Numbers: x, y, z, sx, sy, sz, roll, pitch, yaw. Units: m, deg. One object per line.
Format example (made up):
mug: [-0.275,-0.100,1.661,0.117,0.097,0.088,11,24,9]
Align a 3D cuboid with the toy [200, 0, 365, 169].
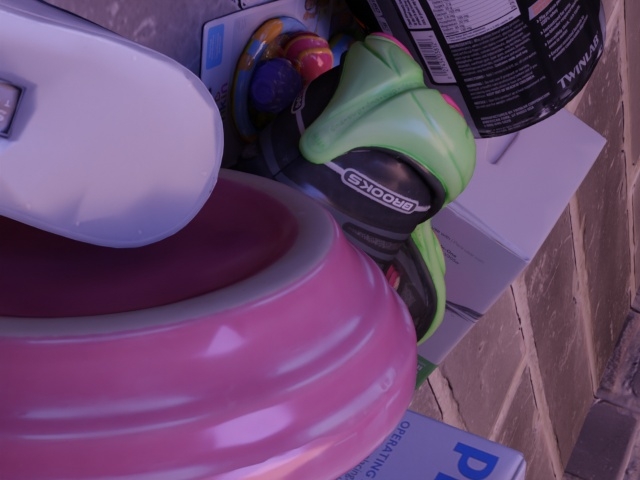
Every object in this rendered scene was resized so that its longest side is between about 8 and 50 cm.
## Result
toy: [-0.017,-0.139,1.072,0.237,0.056,0.137,-36,137,-54]

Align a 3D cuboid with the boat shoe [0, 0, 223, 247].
boat shoe: [-0.223,-0.105,0.557,0.367,0.156,0.136,19,95,-38]

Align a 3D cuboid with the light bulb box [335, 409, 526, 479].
light bulb box: [-0.068,0.269,0.871,0.225,0.361,0.358,-51,150,-38]

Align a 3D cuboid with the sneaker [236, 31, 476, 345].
sneaker: [0.000,0.000,1.077,0.202,0.185,0.483,-30,157,-12]

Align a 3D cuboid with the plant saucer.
plant saucer: [-0.116,0.033,0.640,0.332,0.332,0.084,-33,127,-56]

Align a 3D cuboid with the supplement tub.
supplement tub: [0.105,-0.257,1.031,0.207,0.207,0.338,-62,145,-22]

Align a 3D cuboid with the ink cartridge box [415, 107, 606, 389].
ink cartridge box: [0.152,-0.002,1.323,0.211,0.121,0.289,-52,176,-37]
